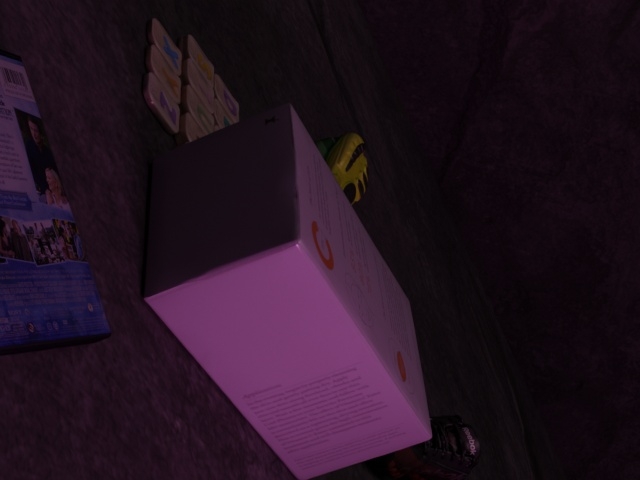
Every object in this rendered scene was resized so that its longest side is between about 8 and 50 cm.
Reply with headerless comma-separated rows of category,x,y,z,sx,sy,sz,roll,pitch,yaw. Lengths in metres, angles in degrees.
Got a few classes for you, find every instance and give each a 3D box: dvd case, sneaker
dvd case,-0.244,-0.038,0.858,0.180,0.022,0.253,4,66,-74
sneaker,0.155,0.296,1.640,0.276,0.135,0.098,43,32,-58
sneaker,-0.033,-0.057,1.447,0.295,0.123,0.109,-39,120,-60

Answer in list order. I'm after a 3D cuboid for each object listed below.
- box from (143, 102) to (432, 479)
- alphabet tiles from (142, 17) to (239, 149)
box,-0.028,0.064,1.217,0.215,0.168,0.345,-95,160,-46
alphabet tiles,-0.137,-0.130,1.394,0.284,0.021,0.278,-96,160,-47
